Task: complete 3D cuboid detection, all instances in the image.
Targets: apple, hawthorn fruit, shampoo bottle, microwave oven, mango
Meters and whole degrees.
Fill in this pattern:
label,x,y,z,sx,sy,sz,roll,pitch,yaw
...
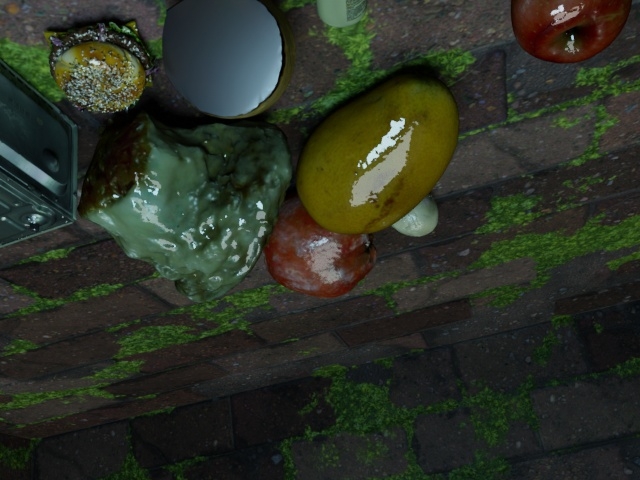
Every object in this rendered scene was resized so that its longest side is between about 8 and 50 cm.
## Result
label,x,y,z,sx,sy,sz,roll,pitch,yaw
apple,0.378,-0.368,1.021,0.180,0.169,0.181,-6,157,-2
hawthorn fruit,0.000,0.000,1.528,0.284,0.284,0.284,-7,153,-4
shampoo bottle,0.027,-0.390,0.962,0.079,0.079,0.162,-10,153,0
microwave oven,-0.627,-0.145,1.042,0.332,0.247,0.394,-16,152,14
mango,0.113,-0.164,1.281,0.263,0.221,0.378,15,135,-32

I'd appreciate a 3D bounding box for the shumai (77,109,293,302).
label,x,y,z,sx,sy,sz,roll,pitch,yaw
shumai,-0.264,-0.088,1.222,0.323,0.324,0.397,20,143,-31

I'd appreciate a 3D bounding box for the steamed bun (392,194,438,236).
label,x,y,z,sx,sy,sz,roll,pitch,yaw
steamed bun,0.230,-0.067,1.609,0.129,0.113,0.091,17,145,-30

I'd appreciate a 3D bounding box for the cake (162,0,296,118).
label,x,y,z,sx,sy,sz,roll,pitch,yaw
cake,-0.129,-0.294,1.028,0.185,0.178,0.208,3,115,6

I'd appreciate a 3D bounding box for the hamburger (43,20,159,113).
label,x,y,z,sx,sy,sz,roll,pitch,yaw
hamburger,-0.346,-0.266,1.065,0.164,0.093,0.189,-13,154,6
